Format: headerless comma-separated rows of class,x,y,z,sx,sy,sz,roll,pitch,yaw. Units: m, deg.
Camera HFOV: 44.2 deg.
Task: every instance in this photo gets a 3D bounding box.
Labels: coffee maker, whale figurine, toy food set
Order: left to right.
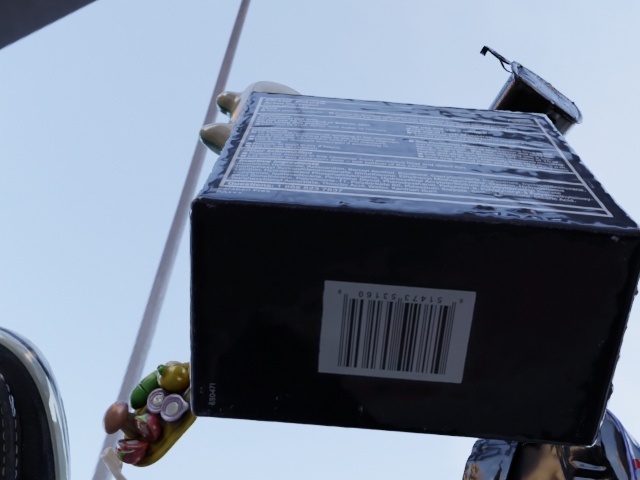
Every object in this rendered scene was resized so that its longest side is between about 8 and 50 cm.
toy food set,-0.263,0.259,1.166,0.218,0.128,0.071,-49,-53,-1
whale figurine,-0.106,-0.177,1.391,0.216,0.272,0.141,35,-54,12
coffee maker,0.266,-0.164,1.166,0.171,0.120,0.178,47,-60,18

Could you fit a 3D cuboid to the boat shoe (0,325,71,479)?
boat shoe,-0.345,0.313,0.640,0.186,0.156,0.501,16,-97,14

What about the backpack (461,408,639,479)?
backpack,0.293,0.330,0.925,0.276,0.264,0.213,-21,-49,30

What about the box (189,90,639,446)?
box,0.064,0.004,0.657,0.296,0.294,0.183,5,-65,1
